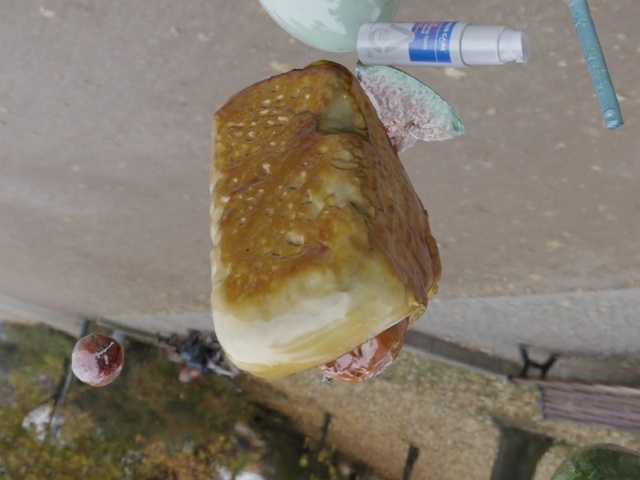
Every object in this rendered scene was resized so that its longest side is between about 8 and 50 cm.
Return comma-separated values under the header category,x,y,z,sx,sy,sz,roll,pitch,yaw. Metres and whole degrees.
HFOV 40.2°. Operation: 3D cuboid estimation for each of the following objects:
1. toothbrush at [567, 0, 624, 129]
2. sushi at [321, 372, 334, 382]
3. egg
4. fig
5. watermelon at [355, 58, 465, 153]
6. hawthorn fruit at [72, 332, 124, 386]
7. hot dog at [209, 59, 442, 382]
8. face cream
category,x,y,z,sx,sy,sz,roll,pitch,yaw
toothbrush,0.151,-0.138,0.515,0.011,0.167,0.014,-24,151,33
sushi,0.038,0.061,1.271,0.171,0.236,0.270,47,-179,-2
egg,0.003,-0.270,0.832,0.149,0.149,0.192,4,135,41
fig,0.402,0.363,1.162,0.203,0.203,0.235,12,163,7
watermelon,0.083,-0.129,0.871,0.101,0.080,0.155,11,142,37
hawthorn fruit,-0.272,0.144,1.081,0.067,0.066,0.103,17,159,-16
hot dog,0.000,0.000,0.625,0.150,0.256,0.153,-20,134,13
face cream,0.091,-0.144,0.645,0.130,0.034,0.034,10,168,31
